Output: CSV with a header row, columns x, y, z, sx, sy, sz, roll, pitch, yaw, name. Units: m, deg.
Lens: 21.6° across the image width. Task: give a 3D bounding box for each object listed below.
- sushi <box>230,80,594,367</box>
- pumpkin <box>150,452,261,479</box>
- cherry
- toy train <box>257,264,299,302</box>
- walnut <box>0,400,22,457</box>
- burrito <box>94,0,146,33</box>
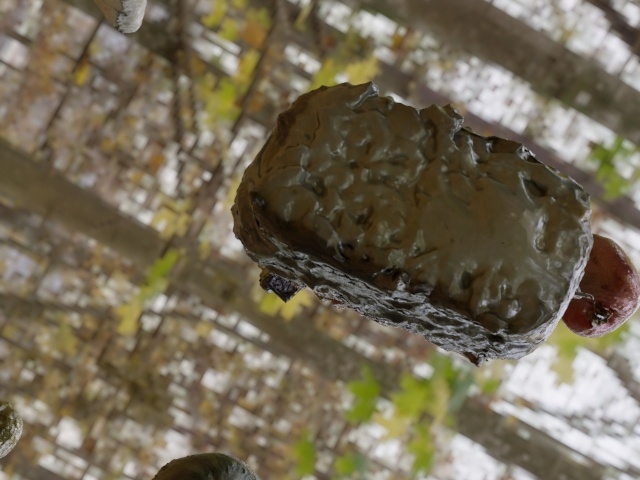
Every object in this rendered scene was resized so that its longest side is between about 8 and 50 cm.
x,y,z,sx,sy,sz,roll,pitch,yaw,name
0.097,-0.013,1.517,0.182,0.343,0.196,115,-2,-77,sushi
-0.154,0.371,2.244,0.146,0.190,0.190,-39,-161,34,pumpkin
0.326,0.053,1.945,0.106,0.087,0.126,-17,-128,49,cherry
0.000,0.000,2.197,0.202,0.060,0.081,-43,-158,6,toy train
-0.464,0.265,2.357,0.092,0.092,0.092,-59,-172,13,walnut
-0.209,-0.299,1.796,0.060,0.087,0.226,-29,174,-16,burrito
